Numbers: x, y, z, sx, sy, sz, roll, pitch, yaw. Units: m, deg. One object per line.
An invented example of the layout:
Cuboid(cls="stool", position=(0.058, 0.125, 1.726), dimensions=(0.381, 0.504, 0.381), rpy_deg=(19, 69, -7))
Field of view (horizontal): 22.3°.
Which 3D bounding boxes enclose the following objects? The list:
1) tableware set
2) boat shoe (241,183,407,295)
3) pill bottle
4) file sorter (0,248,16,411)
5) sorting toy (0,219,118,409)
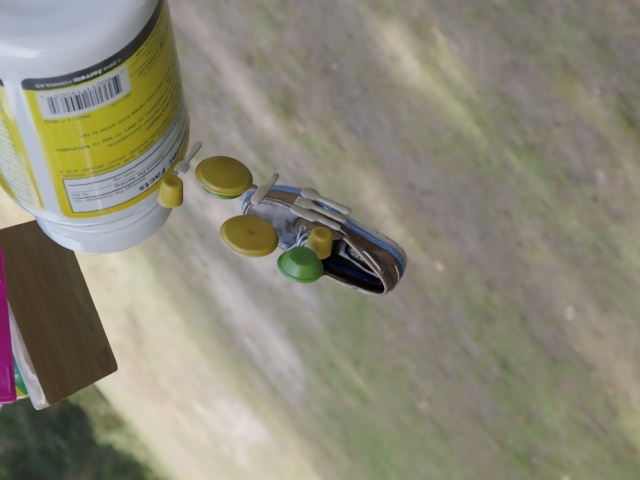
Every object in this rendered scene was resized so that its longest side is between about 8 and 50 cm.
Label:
Cuboid(cls="tableware set", position=(-0.058, -0.019, 1.316), dimensions=(0.154, 0.104, 0.024), rpy_deg=(24, 132, 8))
Cuboid(cls="boat shoe", position=(0.000, 0.000, 1.663), dimensions=(0.183, 0.066, 0.066), rpy_deg=(22, 121, 3))
Cuboid(cls="pill bottle", position=(-0.213, -0.132, 1.417), dimensions=(0.188, 0.188, 0.334), rpy_deg=(45, 160, 25))
Cuboid(cls="file sorter", position=(-0.558, 0.140, 2.115), dimensions=(0.182, 0.290, 0.202), rpy_deg=(133, 131, -67))
Cuboid(cls="sorting toy", position=(-0.425, 0.108, 2.378), dimensions=(0.257, 0.089, 0.255), rpy_deg=(70, -163, -1))
